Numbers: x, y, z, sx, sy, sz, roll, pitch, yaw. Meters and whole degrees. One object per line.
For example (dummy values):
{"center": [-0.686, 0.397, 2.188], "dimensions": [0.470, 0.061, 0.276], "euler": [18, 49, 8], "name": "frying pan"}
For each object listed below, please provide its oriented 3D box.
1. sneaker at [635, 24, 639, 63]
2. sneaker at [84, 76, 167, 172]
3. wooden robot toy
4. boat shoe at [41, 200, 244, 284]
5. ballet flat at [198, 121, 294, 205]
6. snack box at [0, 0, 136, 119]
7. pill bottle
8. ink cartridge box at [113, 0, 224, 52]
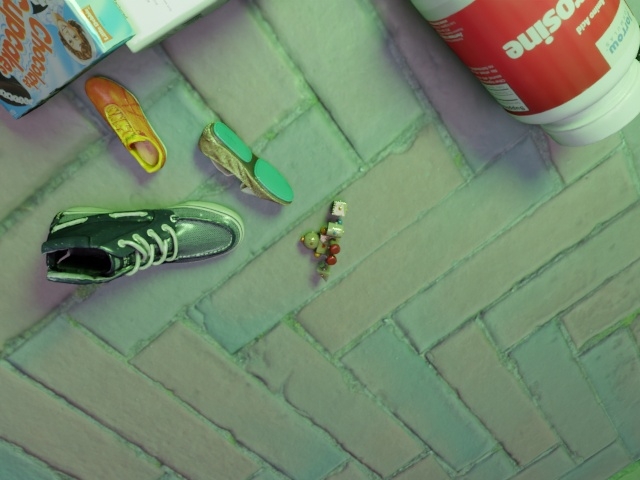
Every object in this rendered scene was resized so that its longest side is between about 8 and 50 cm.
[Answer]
{"center": [0.595, -0.324, 0.915], "dimensions": [0.235, 0.084, 0.097], "euler": [-45, 141, 11], "name": "sneaker"}
{"center": [-0.316, -0.192, 0.757], "dimensions": [0.064, 0.067, 0.175], "euler": [-34, 116, 6], "name": "sneaker"}
{"center": [0.000, 0.000, 0.926], "dimensions": [0.079, 0.076, 0.173], "euler": [12, 112, -7], "name": "wooden robot toy"}
{"center": [-0.303, 0.013, 0.807], "dimensions": [0.340, 0.158, 0.127], "euler": [-3, 116, -11], "name": "boat shoe"}
{"center": [-0.138, -0.130, 0.840], "dimensions": [0.067, 0.073, 0.206], "euler": [-29, 119, 33], "name": "ballet flat"}
{"center": [-0.389, -0.284, 0.584], "dimensions": [0.322, 0.060, 0.187], "euler": [-5, 128, 41], "name": "snack box"}
{"center": [0.355, -0.344, 0.749], "dimensions": [0.407, 0.229, 0.229], "euler": [35, 103, -25], "name": "pill bottle"}
{"center": [-0.163, -0.381, 0.625], "dimensions": [0.273, 0.198, 0.115], "euler": [-31, 117, 2], "name": "ink cartridge box"}
